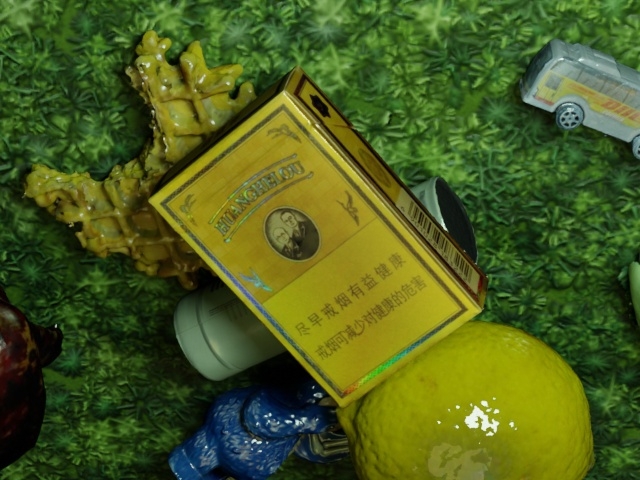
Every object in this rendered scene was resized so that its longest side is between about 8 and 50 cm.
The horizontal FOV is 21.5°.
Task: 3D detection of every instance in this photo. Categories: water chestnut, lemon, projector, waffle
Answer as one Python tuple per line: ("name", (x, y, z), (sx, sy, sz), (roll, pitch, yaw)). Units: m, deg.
("water chestnut", (-0.414, 0.154, 1.855), (0.244, 0.289, 0.289), (14, 126, -12))
("lemon", (0.162, 0.204, 1.844), (0.267, 0.267, 0.267), (2, 127, 3))
("projector", (0.003, 0.045, 1.826), (0.337, 0.108, 0.108), (-25, 120, 21))
("waffle", (-0.152, -0.064, 1.783), (0.259, 0.069, 0.293), (33, 124, -17))

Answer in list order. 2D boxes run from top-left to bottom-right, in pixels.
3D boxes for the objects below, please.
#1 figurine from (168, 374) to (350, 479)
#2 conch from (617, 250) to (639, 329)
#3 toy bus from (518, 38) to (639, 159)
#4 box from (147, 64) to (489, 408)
("figurine", (-0.052, 0.208, 1.953), (0.262, 0.121, 0.164), (-26, 150, -4))
("conch", (0.402, 0.065, 1.814), (0.143, 0.137, 0.251), (-10, 150, -20))
("toy bus", (0.298, -0.138, 1.691), (0.190, 0.064, 0.075), (21, 120, -10))
("box", (0.000, 0.000, 1.696), (0.193, 0.084, 0.301), (-38, 104, 22))
